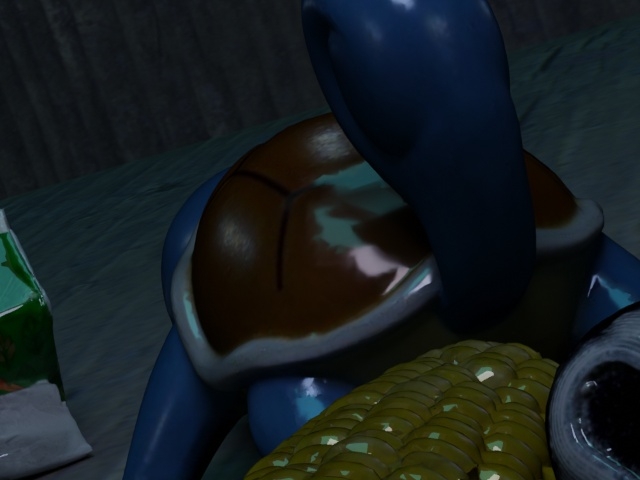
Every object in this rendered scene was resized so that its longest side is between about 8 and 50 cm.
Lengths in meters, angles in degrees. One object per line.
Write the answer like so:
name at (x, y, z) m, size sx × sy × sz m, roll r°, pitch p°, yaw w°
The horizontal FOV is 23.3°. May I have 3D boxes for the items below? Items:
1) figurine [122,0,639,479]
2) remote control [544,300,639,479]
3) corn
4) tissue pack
figurine at (0.023, 0.031, 0.759) m, size 0.298 × 0.243 × 0.416 m, roll -31°, pitch -7°, yaw -18°
remote control at (0.143, 0.083, 0.359) m, size 0.066 × 0.090 × 0.266 m, roll 5°, pitch 17°, yaw -30°
corn at (0.023, 0.114, 0.462) m, size 0.130 × 0.130 × 0.347 m, roll -13°, pitch 7°, yaw 23°
tissue pack at (-0.264, 0.104, 0.974) m, size 0.209 × 0.148 × 0.156 m, roll -20°, pitch 50°, yaw -18°
